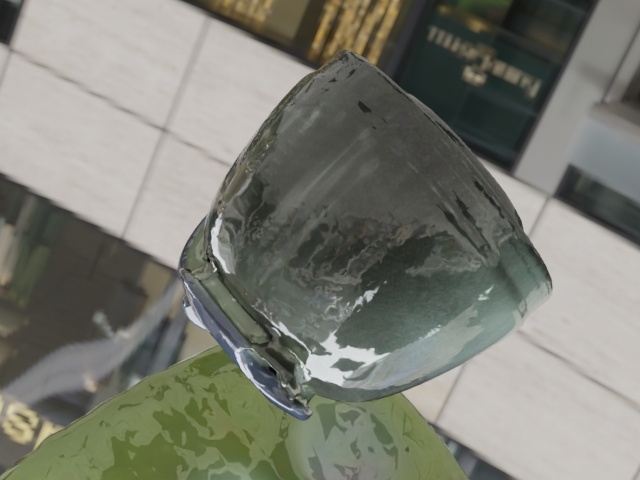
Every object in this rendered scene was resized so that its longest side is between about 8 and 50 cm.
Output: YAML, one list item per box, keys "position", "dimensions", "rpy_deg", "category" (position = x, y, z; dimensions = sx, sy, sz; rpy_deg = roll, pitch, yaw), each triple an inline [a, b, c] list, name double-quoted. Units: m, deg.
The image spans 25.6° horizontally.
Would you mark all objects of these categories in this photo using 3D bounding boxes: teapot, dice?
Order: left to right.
- position: [-0.050, 0.215, 0.738]
  dimensions: [0.252, 0.249, 0.254]
  rpy_deg: [-31, -104, -27]
  category: "dice"
- position: [-0.003, -0.004, 0.486]
  dimensions: [0.149, 0.108, 0.111]
  rpy_deg: [48, 176, 37]
  category: "teapot"
